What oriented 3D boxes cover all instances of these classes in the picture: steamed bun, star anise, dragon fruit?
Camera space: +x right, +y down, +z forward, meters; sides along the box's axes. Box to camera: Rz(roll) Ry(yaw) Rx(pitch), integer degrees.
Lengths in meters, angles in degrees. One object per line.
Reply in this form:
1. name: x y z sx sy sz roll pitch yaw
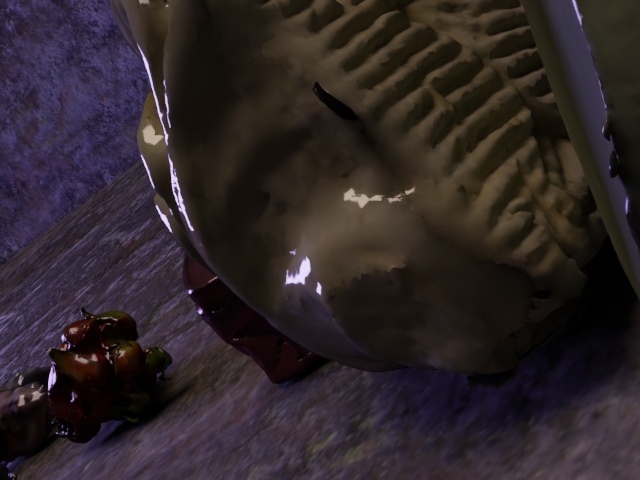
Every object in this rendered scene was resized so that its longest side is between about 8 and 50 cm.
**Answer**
1. steamed bun: 0.014 -0.059 0.784 0.237 0.346 0.394 -53 38 41
2. star anise: -0.391 0.214 1.449 0.236 0.093 0.229 -11 23 44
3. dragon fruit: -0.215 0.138 1.226 0.175 0.142 0.138 3 84 45

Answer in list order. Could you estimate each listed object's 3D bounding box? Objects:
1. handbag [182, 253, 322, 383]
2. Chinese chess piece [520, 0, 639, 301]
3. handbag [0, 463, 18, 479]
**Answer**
1. handbag: 0.000 0.000 1.004 0.225 0.135 0.146 -37 19 11
2. Chinese chess piece: 0.158 -0.128 0.529 0.146 0.349 0.349 -21 18 10
3. handbag: -0.349 0.273 1.144 0.162 0.113 0.260 -51 17 -13
